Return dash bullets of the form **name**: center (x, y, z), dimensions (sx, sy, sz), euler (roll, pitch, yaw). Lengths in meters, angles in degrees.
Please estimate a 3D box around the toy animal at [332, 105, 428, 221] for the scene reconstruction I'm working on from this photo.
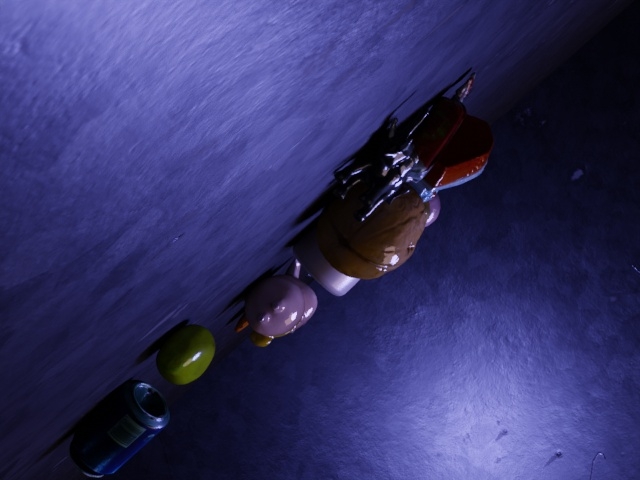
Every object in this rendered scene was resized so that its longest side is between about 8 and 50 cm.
- **toy animal**: center (0.095, -0.119, 1.580), dimensions (0.137, 0.082, 0.269), euler (-43, 173, -19)

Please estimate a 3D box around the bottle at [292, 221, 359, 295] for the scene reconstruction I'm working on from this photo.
- **bottle**: center (0.071, -0.013, 2.009), dimensions (0.236, 0.147, 0.147), euler (-44, 176, 5)

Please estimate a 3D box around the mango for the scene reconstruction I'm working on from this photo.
- **mango**: center (-0.242, 0.205, 1.783), dimensions (0.117, 0.089, 0.163), euler (-40, 175, -19)

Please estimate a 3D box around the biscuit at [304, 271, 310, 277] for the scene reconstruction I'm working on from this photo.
- **biscuit**: center (0.082, -0.009, 2.618), dimensions (0.186, 0.079, 0.309), euler (-36, 174, -39)

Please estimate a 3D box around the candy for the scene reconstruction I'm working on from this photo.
- **candy**: center (0.195, -0.182, 1.733), dimensions (0.292, 0.059, 0.086), euler (-55, -175, -18)

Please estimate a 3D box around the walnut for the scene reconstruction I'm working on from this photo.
- **walnut**: center (0.095, -0.028, 1.812), dimensions (0.226, 0.193, 0.193), euler (-35, 173, -48)

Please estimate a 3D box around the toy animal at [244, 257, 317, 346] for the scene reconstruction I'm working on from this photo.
- **toy animal**: center (-0.096, 0.148, 2.198), dimensions (0.165, 0.149, 0.248), euler (-29, -176, 5)

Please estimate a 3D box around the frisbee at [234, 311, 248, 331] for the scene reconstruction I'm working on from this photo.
- **frisbee**: center (-0.155, 0.165, 2.546), dimensions (0.192, 0.035, 0.192), euler (-40, 176, -3)

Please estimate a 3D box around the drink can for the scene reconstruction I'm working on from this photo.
- **drink can**: center (-0.396, 0.371, 1.925), dimensions (0.205, 0.118, 0.118), euler (-41, 176, 21)

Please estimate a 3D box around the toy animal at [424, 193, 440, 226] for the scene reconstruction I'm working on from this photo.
- **toy animal**: center (0.191, -0.079, 2.306), dimensions (0.281, 0.169, 0.195), euler (-16, 112, -69)

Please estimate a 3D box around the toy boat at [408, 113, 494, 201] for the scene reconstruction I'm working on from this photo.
- **toy boat**: center (0.258, -0.169, 2.038), dimensions (0.332, 0.145, 0.133), euler (-28, 156, -53)
